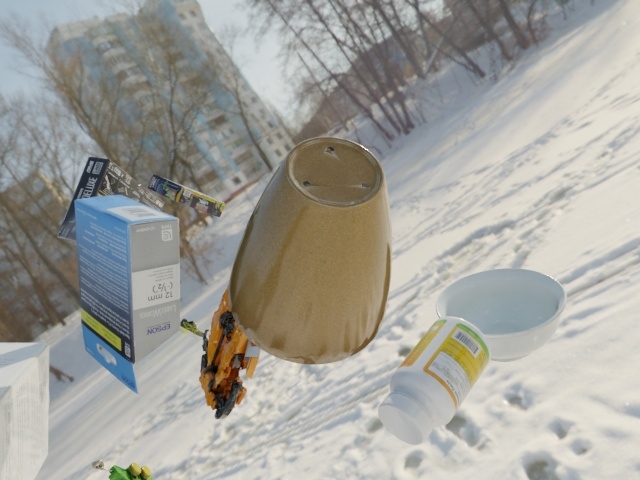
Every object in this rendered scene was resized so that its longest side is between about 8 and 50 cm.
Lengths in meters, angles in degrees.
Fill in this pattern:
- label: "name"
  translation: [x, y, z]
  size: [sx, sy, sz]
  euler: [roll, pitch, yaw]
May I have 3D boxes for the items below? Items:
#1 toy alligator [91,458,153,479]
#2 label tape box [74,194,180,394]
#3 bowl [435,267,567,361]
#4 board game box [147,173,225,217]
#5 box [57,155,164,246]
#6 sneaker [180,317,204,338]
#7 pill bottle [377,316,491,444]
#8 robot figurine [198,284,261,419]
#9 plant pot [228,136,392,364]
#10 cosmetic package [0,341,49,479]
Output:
- label: "toy alligator"
  translation: [-0.417, 0.514, 1.214]
  size: [0.056, 0.051, 0.190]
  euler: [-40, -38, -2]
- label: "label tape box"
  translation: [-0.397, 0.100, 1.162]
  size: [0.115, 0.348, 0.249]
  euler: [-14, 23, -42]
- label: "bowl"
  translation: [0.433, 0.193, 1.345]
  size: [0.297, 0.134, 0.298]
  euler: [-14, 22, 6]
- label: "board game box"
  translation: [-0.378, -0.125, 1.602]
  size: [0.170, 0.141, 0.048]
  euler: [22, -90, -55]
- label: "box"
  translation: [-0.593, -0.064, 1.641]
  size: [0.307, 0.076, 0.243]
  euler: [53, -130, -66]
- label: "sneaker"
  translation: [-0.325, 0.226, 1.447]
  size: [0.031, 0.083, 0.035]
  euler: [16, 78, 54]
- label: "pill bottle"
  translation: [0.221, 0.274, 1.108]
  size: [0.245, 0.136, 0.136]
  euler: [-41, 7, -35]
- label: "robot figurine"
  translation: [-0.200, 0.257, 1.265]
  size: [0.085, 0.211, 0.291]
  euler: [3, -57, -30]
- label: "plant pot"
  translation: [0.000, 0.000, 0.742]
  size: [0.237, 0.237, 0.254]
  euler: [-38, -23, -32]
- label: "cosmetic package"
  translation: [-0.842, 0.444, 1.295]
  size: [0.327, 0.330, 0.393]
  euler: [2, 6, -12]
